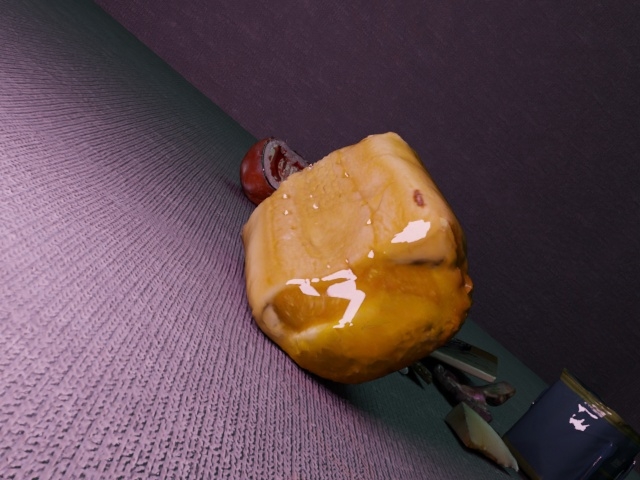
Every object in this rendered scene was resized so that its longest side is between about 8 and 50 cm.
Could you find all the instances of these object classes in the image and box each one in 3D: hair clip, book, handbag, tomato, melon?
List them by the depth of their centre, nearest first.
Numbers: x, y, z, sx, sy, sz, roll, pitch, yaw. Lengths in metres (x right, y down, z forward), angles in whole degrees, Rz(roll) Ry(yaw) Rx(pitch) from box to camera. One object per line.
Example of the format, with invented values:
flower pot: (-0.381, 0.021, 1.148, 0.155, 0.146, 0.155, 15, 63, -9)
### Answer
melon: (0.340, 0.413, 1.292, 0.182, 0.054, 0.098, 36, 16, -31)
handbag: (0.583, 0.466, 1.441, 0.263, 0.241, 0.222, 34, 10, -37)
hair clip: (0.391, 0.385, 1.569, 0.300, 0.069, 0.173, 17, 19, -43)
tomato: (-0.137, -0.168, 1.730, 0.214, 0.155, 0.180, 40, 43, -37)
book: (0.365, 0.305, 1.752, 0.269, 0.032, 0.389, 23, 4, 15)

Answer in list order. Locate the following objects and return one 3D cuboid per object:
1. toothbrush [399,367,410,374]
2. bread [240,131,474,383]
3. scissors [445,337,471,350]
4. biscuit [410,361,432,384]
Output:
toothbrush: (0.089, 0.191, 1.395, 0.288, 0.021, 0.024, 44, -2, 16)
bread: (0.064, 0.049, 1.030, 0.250, 0.361, 0.394, 56, 10, -34)
scissors: (0.278, 0.252, 1.639, 0.300, 0.022, 0.109, 18, 1, -37)
biscuit: (0.156, 0.222, 1.402, 0.237, 0.026, 0.131, 45, -1, -19)
